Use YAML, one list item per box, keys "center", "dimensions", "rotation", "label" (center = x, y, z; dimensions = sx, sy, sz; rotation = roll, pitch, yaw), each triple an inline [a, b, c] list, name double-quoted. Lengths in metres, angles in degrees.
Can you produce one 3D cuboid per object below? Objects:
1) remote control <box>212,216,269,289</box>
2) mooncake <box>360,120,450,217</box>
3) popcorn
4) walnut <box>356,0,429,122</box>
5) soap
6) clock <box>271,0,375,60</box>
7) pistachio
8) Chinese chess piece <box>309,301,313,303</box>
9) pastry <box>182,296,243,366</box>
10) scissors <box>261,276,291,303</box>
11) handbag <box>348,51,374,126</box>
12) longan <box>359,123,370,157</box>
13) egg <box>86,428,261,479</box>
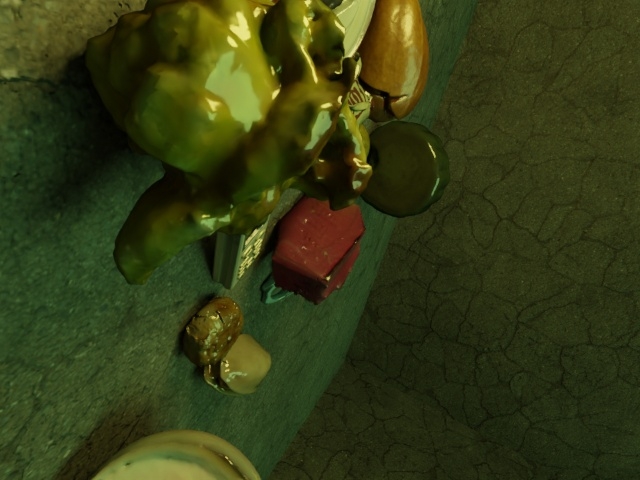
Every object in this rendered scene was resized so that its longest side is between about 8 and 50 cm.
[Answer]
- center: [-0.144, -0.003, 0.760]
  dimensions: [0.103, 0.055, 0.277]
  rotation: [-55, 178, -32]
  label: "remote control"
- center: [0.306, -0.258, 1.503]
  dimensions: [0.187, 0.351, 0.351]
  rotation: [-14, 126, -56]
  label: "mooncake"
- center: [-0.118, -0.137, 0.483]
  dimensions: [0.321, 0.290, 0.325]
  rotation: [-22, -178, -18]
  label: "popcorn"
- center: [0.162, -0.456, 0.991]
  dimensions: [0.209, 0.209, 0.336]
  rotation: [-41, 139, -56]
  label: "walnut"
- center: [0.000, 0.000, 1.065]
  dimensions: [0.325, 0.220, 0.127]
  rotation: [-48, 160, -44]
  label: "soap"
- center: [-0.007, -0.394, 0.614]
  dimensions: [0.318, 0.080, 0.319]
  rotation: [-37, 142, -36]
  label: "clock"
- center: [-0.206, 0.316, 1.029]
  dimensions: [0.223, 0.126, 0.152]
  rotation: [11, 68, -69]
  label: "pistachio"
- center: [-0.011, 0.187, 1.588]
  dimensions: [0.122, 0.051, 0.122]
  rotation: [-58, 164, -27]
  label: "Chinese chess piece"
- center: [-0.225, 0.192, 0.867]
  dimensions: [0.153, 0.081, 0.153]
  rotation: [-42, 143, -43]
  label: "pastry"
- center: [-0.042, 0.124, 1.251]
  dimensions: [0.191, 0.029, 0.360]
  rotation: [-54, 149, 9]
  label: "scissors"
- center: [0.021, -0.304, 0.878]
  dimensions: [0.235, 0.127, 0.213]
  rotation: [-56, 133, -35]
  label: "handbag"
- center: [0.041, -0.239, 1.032]
  dimensions: [0.145, 0.176, 0.155]
  rotation: [-161, -107, -65]
  label: "longan"
- center: [-0.272, 0.541, 0.766]
  dimensions: [0.355, 0.354, 0.340]
  rotation: [-59, 179, -23]
  label: "egg"
